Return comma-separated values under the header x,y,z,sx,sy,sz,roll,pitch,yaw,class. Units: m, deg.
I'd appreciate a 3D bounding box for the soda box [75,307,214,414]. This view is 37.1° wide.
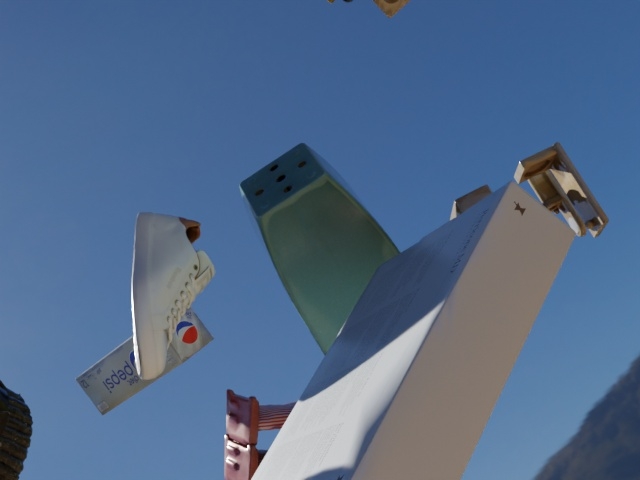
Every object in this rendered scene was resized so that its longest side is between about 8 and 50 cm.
x,y,z,sx,sy,sz,roll,pitch,yaw,class
-0.325,0.217,1.746,0.286,0.091,0.098,-35,2,39,soda box

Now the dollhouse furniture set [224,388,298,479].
x,y,z,sx,sy,sz,roll,pitch,yaw,class
0.015,0.319,1.442,0.201,0.152,0.374,3,-2,-28,dollhouse furniture set

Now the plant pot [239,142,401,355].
x,y,z,sx,sy,sz,roll,pitch,yaw,class
0.000,0.000,1.288,0.166,0.165,0.234,-34,-56,1,plant pot

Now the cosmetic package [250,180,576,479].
x,y,z,sx,sy,sz,roll,pitch,yaw,class
0.073,0.147,0.949,0.377,0.097,0.284,-57,7,-29,cosmetic package

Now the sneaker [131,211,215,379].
x,y,z,sx,sy,sz,roll,pitch,yaw,class
-0.217,0.072,1.410,0.123,0.290,0.106,2,-38,-9,sneaker

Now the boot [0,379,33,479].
x,y,z,sx,sy,sz,roll,pitch,yaw,class
-0.513,0.302,1.221,0.348,0.131,0.260,-59,-20,-30,boot

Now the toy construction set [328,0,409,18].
x,y,z,sx,sy,sz,roll,pitch,yaw,class
0.073,-0.402,1.065,0.258,0.237,0.308,-12,-57,8,toy construction set

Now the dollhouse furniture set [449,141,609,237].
x,y,z,sx,sy,sz,roll,pitch,yaw,class
0.271,-0.020,1.269,0.151,0.123,0.144,-26,-19,-7,dollhouse furniture set
